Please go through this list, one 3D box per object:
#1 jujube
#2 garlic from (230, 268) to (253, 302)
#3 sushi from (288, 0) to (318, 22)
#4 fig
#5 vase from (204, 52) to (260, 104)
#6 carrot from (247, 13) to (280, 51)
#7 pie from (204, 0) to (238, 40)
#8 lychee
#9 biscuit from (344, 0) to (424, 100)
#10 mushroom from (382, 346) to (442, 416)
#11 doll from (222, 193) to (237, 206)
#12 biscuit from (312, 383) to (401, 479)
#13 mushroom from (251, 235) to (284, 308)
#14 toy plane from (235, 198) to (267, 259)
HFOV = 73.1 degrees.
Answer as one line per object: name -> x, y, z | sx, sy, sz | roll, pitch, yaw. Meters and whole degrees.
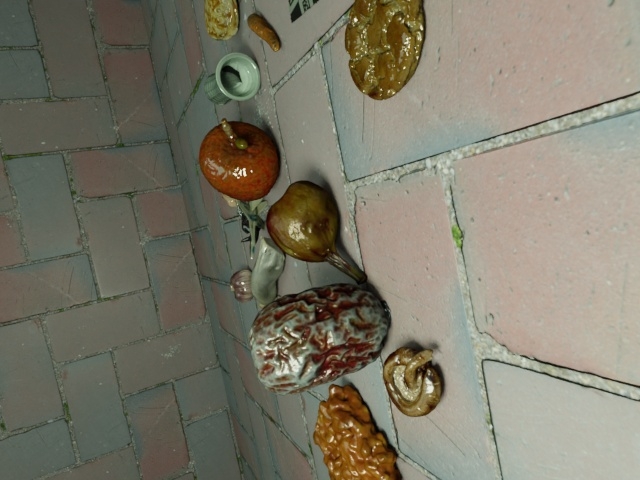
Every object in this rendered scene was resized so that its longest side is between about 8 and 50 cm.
jujube -> -0.004, 0.212, 0.967 | 0.226, 0.316, 0.226 | 165, 90, -72
garlic -> -0.347, 0.204, 1.907 | 0.147, 0.101, 0.159 | 60, 150, 29
sushi -> -0.050, -0.677, 0.911 | 0.339, 0.068, 0.320 | 17, 117, 61
fig -> -0.017, -0.010, 1.048 | 0.290, 0.190, 0.191 | 58, 149, 36
vase -> -0.310, -0.529, 1.456 | 0.299, 0.143, 0.143 | -155, 56, -63
carrot -> -0.154, -0.580, 1.208 | 0.191, 0.047, 0.047 | 55, 147, 32
pie -> -0.330, -0.762, 1.431 | 0.205, 0.084, 0.179 | 39, 137, 50
lychee -> -0.246, -0.252, 1.332 | 0.255, 0.255, 0.300 | 62, 154, 29
biscuit -> 0.105, -0.364, 0.773 | 0.226, 0.042, 0.226 | 42, 139, 52
mushroom -> 0.188, 0.271, 0.863 | 0.135, 0.080, 0.171 | 45, 141, 29
doll -> -0.327, -0.271, 1.646 | 0.154, 0.119, 0.278 | 154, 111, -63
biscuit -> 0.092, 0.591, 1.179 | 0.318, 0.110, 0.312 | 50, 142, 44
mushroom -> -0.194, 0.125, 1.542 | 0.097, 0.109, 0.352 | 59, 150, 36
toy plane -> -0.243, -0.051, 1.486 | 0.192, 0.088, 0.262 | 52, -142, -53
